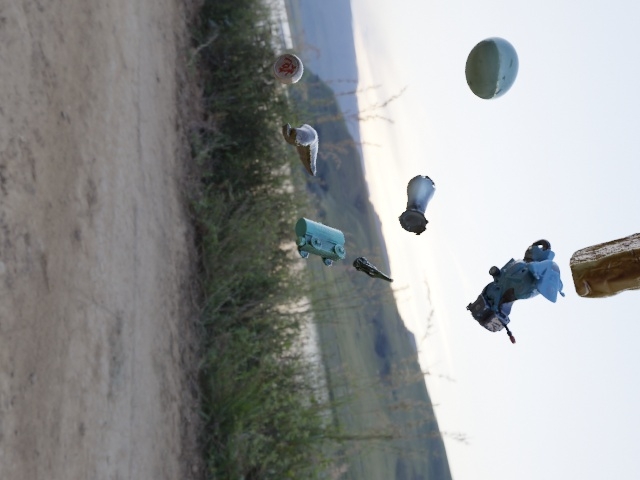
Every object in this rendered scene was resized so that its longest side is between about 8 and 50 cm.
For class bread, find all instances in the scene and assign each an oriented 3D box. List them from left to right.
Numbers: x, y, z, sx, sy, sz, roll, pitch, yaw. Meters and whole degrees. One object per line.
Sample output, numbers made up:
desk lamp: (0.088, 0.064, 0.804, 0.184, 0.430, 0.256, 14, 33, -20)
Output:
bread: (0.868, 0.070, 1.654, 0.132, 0.295, 0.166, 57, 33, -15)

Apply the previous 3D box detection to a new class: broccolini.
broccolini: (0.215, 0.134, 2.427, 0.203, 0.068, 0.091, 38, -4, 41)

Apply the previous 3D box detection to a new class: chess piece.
chess piece: (-0.090, -0.469, 1.592, 0.038, 0.084, 0.083, 47, 33, -79)

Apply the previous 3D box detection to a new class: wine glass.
wine glass: (0.221, -0.082, 1.317, 0.155, 0.072, 0.072, -66, 152, -50)

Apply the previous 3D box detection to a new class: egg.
egg: (0.487, -0.489, 1.652, 0.149, 0.150, 0.192, 76, 22, -64)

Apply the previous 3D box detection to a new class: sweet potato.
sweet potato: (-0.059, -0.367, 2.181, 0.124, 0.098, 0.310, -63, 159, -13)

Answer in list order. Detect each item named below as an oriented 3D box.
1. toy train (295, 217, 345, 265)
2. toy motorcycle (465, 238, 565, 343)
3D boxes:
toy train: (0.000, 0.000, 2.245, 0.248, 0.101, 0.159, 20, 53, -41)
toy motorcycle: (0.487, 0.126, 1.434, 0.124, 0.272, 0.182, 32, 22, -22)
